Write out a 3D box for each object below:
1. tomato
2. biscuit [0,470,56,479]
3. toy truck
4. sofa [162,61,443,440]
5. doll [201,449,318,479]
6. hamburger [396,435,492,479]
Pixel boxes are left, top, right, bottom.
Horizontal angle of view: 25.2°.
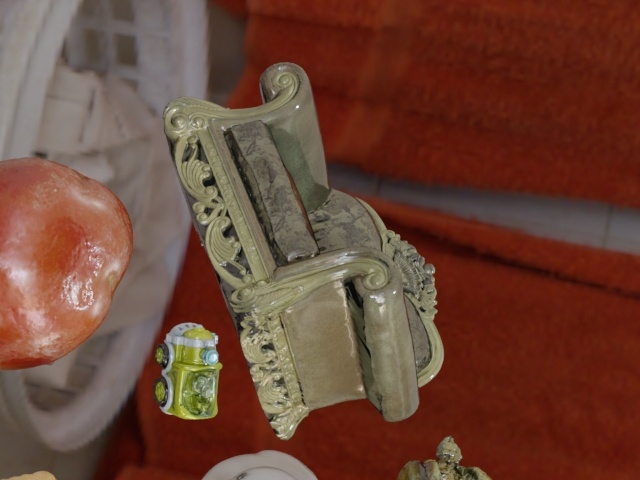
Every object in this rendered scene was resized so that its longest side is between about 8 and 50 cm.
[{"bbox_3d":[-0.309,0.020,1.435,0.188,0.232,0.232,47,44,-30],"label":"tomato"},{"bbox_3d":[-0.345,0.385,1.728,0.160,0.250,0.030,-6,136,-37],"label":"biscuit"},{"bbox_3d":[-0.145,0.152,1.657,0.077,0.076,0.111,15,-77,57],"label":"toy truck"},{"bbox_3d":[0.000,0.000,1.148,0.200,0.182,0.258,76,-8,-53],"label":"sofa"},{"bbox_3d":[-0.070,0.402,2.063,0.221,0.251,0.221,-44,-150,35],"label":"doll"},{"bbox_3d":[0.154,0.326,1.706,0.159,0.131,0.185,131,-38,-71],"label":"hamburger"}]
